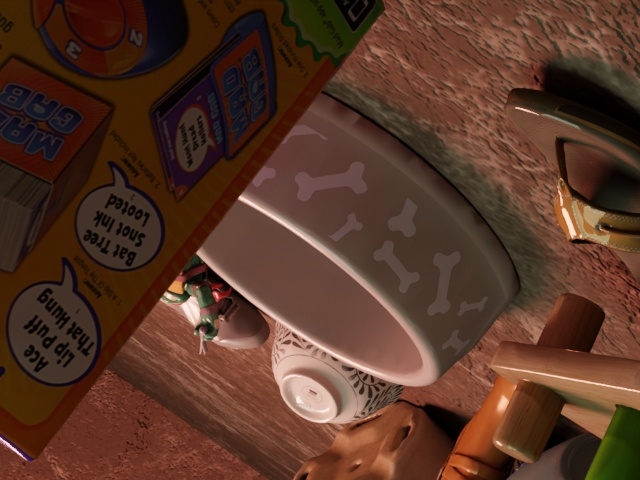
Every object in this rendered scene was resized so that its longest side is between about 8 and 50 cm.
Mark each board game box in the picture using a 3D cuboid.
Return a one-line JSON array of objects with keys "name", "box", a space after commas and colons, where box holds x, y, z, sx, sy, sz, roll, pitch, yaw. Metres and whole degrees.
[{"name": "board game box", "box": [-0.256, -0.158, 0.749, 0.356, 0.356, 0.356, 20, 157, 43]}]

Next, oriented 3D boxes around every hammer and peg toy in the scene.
[{"name": "hammer and peg toy", "box": [0.300, 0.150, 0.812, 0.266, 0.127, 0.361, 33, 167, -23]}]

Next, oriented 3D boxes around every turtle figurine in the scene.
[{"name": "turtle figurine", "box": [-0.192, 0.036, 1.572, 0.175, 0.118, 0.234, 17, 143, 13]}]

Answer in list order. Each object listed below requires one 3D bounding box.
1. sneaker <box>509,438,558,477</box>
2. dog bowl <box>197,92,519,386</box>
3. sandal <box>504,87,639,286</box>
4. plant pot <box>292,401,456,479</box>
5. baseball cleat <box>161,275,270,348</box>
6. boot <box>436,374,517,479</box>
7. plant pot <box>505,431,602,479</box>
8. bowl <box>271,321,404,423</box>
[{"name": "sneaker", "box": [0.276, 0.272, 1.373, 0.087, 0.083, 0.221, 1, 149, 41]}, {"name": "dog bowl", "box": [0.000, 0.000, 1.118, 0.349, 0.102, 0.349, 34, 163, 12]}, {"name": "sandal", "box": [0.182, -0.012, 0.793, 0.090, 0.060, 0.219, 17, 154, 48]}, {"name": "plant pot", "box": [0.124, 0.388, 1.610, 0.305, 0.334, 0.334, 51, 160, -12]}, {"name": "baseball cleat", "box": [-0.161, 0.072, 1.685, 0.206, 0.072, 0.109, 26, 154, 21]}, {"name": "boot", "box": [0.168, 0.202, 1.236, 0.073, 0.152, 0.197, 33, 163, 12]}, {"name": "plant pot", "box": [0.264, 0.289, 1.151, 0.290, 0.290, 0.195, 26, 126, 30]}, {"name": "bowl", "box": [0.004, 0.155, 1.455, 0.170, 0.080, 0.170, 20, 135, 21]}]
